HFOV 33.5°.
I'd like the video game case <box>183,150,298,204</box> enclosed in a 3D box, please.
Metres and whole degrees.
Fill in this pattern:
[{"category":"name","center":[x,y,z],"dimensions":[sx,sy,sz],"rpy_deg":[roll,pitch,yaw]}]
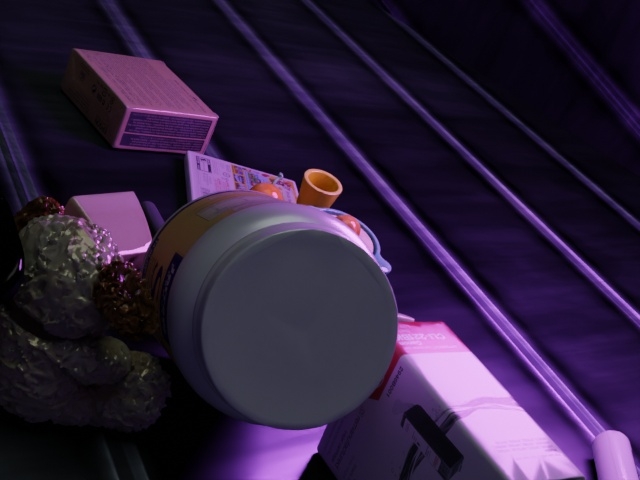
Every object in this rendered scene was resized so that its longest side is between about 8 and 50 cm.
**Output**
[{"category":"video game case","center":[-0.127,-0.070,1.804],"dimensions":[0.206,0.026,0.227],"rpy_deg":[15,25,-17]}]

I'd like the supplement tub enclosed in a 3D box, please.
[{"category":"supplement tub","center":[-0.065,0.070,1.197],"dimensions":[0.241,0.241,0.331],"rpy_deg":[15,2,-18]}]

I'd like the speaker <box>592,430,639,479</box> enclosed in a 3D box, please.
[{"category":"speaker","center":[0.404,0.317,1.449],"dimensions":[0.055,0.055,0.136],"rpy_deg":[22,24,-3]}]

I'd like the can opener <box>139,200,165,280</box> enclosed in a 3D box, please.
[{"category":"can opener","center":[-0.211,0.017,1.464],"dimensions":[0.076,0.095,0.283],"rpy_deg":[6,33,-35]}]

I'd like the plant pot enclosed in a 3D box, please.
[{"category":"plant pot","center":[-0.285,0.009,1.416],"dimensions":[0.109,0.109,0.096],"rpy_deg":[-9,51,-50]}]

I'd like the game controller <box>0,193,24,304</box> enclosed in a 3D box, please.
[{"category":"game controller","center":[-0.445,0.054,1.038],"dimensions":[0.319,0.067,0.166],"rpy_deg":[-24,38,-8]}]

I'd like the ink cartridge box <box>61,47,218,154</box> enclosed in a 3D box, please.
[{"category":"ink cartridge box","center":[-0.327,-0.249,1.913],"dimensions":[0.193,0.088,0.234],"rpy_deg":[3,31,-41]}]

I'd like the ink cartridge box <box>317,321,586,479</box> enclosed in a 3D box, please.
[{"category":"ink cartridge box","center":[0.134,0.247,1.179],"dimensions":[0.114,0.197,0.273],"rpy_deg":[3,31,-36]}]

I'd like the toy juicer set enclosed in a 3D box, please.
[{"category":"toy juicer set","center":[0.000,0.000,1.657],"dimensions":[0.209,0.089,0.329],"rpy_deg":[0,42,-36]}]

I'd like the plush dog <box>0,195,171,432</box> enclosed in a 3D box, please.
[{"category":"plush dog","center":[-0.284,0.074,1.125],"dimensions":[0.262,0.225,0.211],"rpy_deg":[36,27,25]}]
